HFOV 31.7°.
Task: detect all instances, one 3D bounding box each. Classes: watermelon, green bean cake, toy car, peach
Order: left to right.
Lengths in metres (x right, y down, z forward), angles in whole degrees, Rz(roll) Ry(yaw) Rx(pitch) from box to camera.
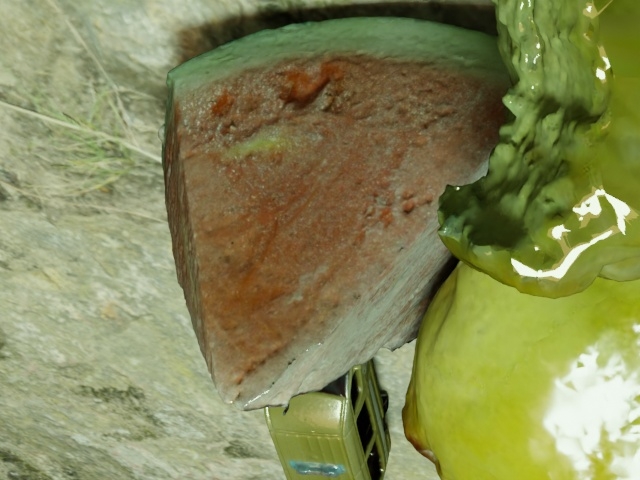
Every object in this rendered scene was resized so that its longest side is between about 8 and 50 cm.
[{"bbox_3d":[0.003,0.155,1.081,0.101,0.124,0.256,1,138,15],"label":"toy car"},{"bbox_3d":[0.012,-0.042,0.786,0.283,0.292,0.250,16,110,0],"label":"watermelon"},{"bbox_3d":[0.159,-0.104,0.595,0.233,0.124,0.236,-14,102,-6],"label":"green bean cake"},{"bbox_3d":[0.230,0.082,0.802,0.314,0.281,0.315,40,103,-3],"label":"peach"}]
